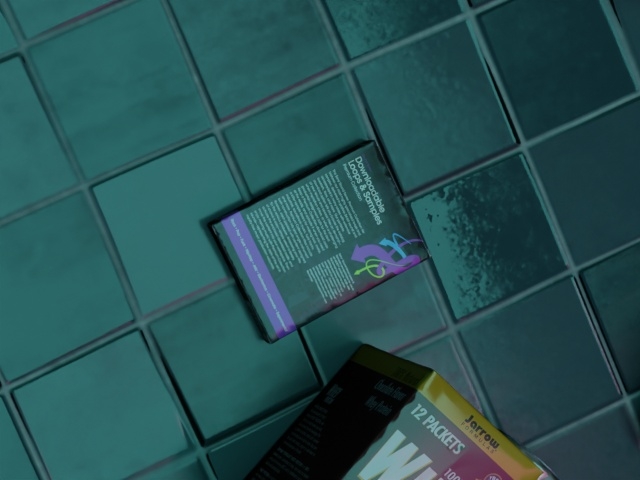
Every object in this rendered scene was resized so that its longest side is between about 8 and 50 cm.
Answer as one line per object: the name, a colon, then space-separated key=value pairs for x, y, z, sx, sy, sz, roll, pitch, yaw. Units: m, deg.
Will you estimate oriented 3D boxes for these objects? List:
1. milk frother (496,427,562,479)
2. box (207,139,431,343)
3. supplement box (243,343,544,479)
milk frother: x=0.166 y=0.265 z=1.558 sx=0.135 sy=0.129 sz=0.143 roll=-48 pitch=146 yaw=-7
box: x=0.000 y=0.000 z=1.521 sx=0.162 sy=0.029 sz=0.116 roll=-27 pitch=101 yaw=-10
supplement box: x=0.044 y=0.207 z=1.461 sx=0.129 sy=0.191 sz=0.194 roll=43 pitch=82 yaw=-14
